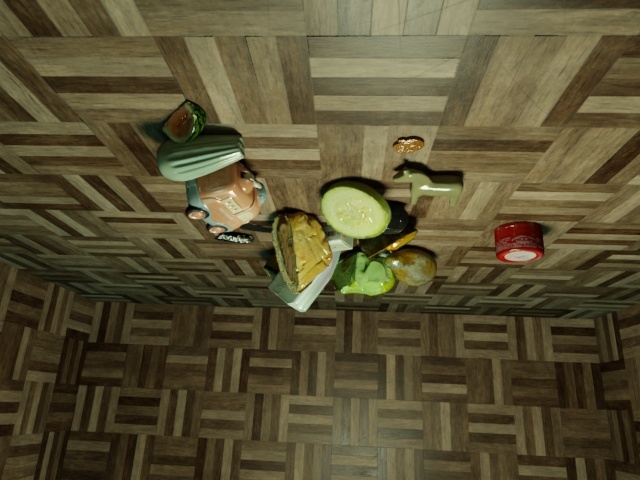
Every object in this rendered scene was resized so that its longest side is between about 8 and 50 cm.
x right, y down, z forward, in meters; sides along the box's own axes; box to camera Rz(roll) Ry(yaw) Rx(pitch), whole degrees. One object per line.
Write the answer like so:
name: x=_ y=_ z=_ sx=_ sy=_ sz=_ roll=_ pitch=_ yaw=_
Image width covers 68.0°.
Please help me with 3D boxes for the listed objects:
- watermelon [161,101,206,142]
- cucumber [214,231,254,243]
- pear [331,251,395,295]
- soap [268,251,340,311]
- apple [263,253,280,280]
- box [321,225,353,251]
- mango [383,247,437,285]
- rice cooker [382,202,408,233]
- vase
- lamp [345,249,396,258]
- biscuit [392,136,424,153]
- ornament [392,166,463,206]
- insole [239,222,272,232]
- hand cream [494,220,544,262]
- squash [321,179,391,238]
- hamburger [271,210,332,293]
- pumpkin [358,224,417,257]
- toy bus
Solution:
watermelon: x=-0.365 y=-0.306 z=1.298 sx=0.087 sy=0.068 sz=0.163 roll=17 pitch=155 yaw=-36
cucumber: x=-0.393 y=-0.013 z=2.173 sx=0.182 sy=0.053 sz=0.053 roll=9 pitch=160 yaw=-19
pear: x=0.229 y=0.188 z=2.349 sx=0.282 sy=0.176 sz=0.286 roll=13 pitch=158 yaw=-24
soap: x=-0.061 y=0.145 z=2.228 sx=0.208 sy=0.347 sz=0.115 roll=35 pitch=174 yaw=39
apple: x=-0.183 y=0.140 z=2.404 sx=0.207 sy=0.173 sz=0.188 roll=6 pitch=-172 yaw=-26
box: x=0.000 y=0.000 z=2.108 sx=0.270 sy=0.079 sz=0.135 roll=-8 pitch=158 yaw=27
mango: x=0.435 y=0.121 z=2.282 sx=0.316 sy=0.146 sz=0.193 roll=24 pitch=123 yaw=-34
rice cooker: x=0.246 y=-0.083 z=1.787 sx=0.165 sy=0.112 sz=0.106 roll=8 pitch=167 yaw=3
vase: x=-0.343 y=-0.250 z=1.383 sx=0.248 sy=0.128 sz=0.128 roll=-11 pitch=159 yaw=6
lamp: x=0.297 y=0.109 z=2.427 sx=0.269 sy=0.047 sz=0.266 roll=-9 pitch=154 yaw=31
biscuit: x=0.253 y=-0.276 z=1.378 sx=0.078 sy=0.015 sz=0.091 roll=20 pitch=154 yaw=-41
ornament: x=0.354 y=-0.181 z=1.566 sx=0.230 sy=0.061 sz=0.245 roll=2 pitch=162 yaw=8
insole: x=-0.266 y=-0.052 z=2.111 sx=0.253 sy=0.005 sz=0.086 roll=10 pitch=160 yaw=-19
hand cream: x=0.819 y=0.010 z=1.958 sx=0.193 sy=0.125 sz=0.193 roll=5 pitch=161 yaw=2
squash: x=0.123 y=-0.106 z=1.683 sx=0.252 sy=0.049 sz=0.252 roll=18 pitch=143 yaw=14
hamburger: x=-0.063 y=0.040 z=1.955 sx=0.209 sy=0.329 sz=0.162 roll=-12 pitch=-177 yaw=-34
pumpkin: x=0.275 y=-0.038 z=1.910 sx=0.169 sy=0.148 sz=0.312 roll=-42 pitch=167 yaw=27
toy bus: x=-0.307 y=-0.160 z=1.562 sx=0.232 sy=0.194 sz=0.287 roll=-15 pitch=156 yaw=13
